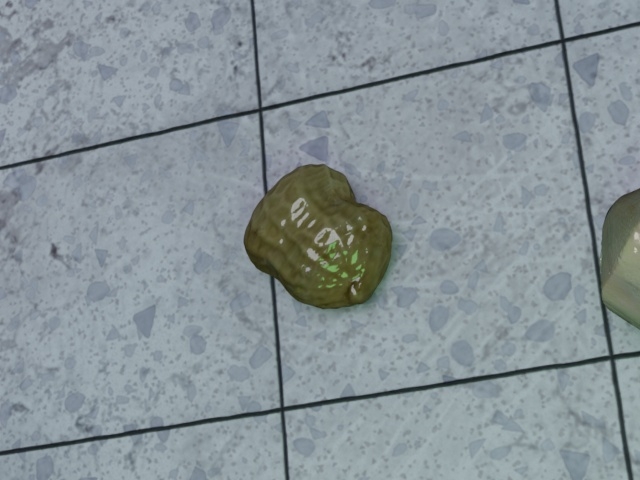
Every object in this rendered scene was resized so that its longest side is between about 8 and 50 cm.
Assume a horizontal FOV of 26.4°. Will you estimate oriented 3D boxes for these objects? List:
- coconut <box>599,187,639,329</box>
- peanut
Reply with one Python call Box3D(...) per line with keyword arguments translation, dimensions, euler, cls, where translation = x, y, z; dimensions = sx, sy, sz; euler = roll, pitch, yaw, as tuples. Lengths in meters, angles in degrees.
Box3D(translation=(0.486, 0.025, 1.816), dimensions=(0.244, 0.239, 0.239), euler=(40, 90, 27), cls="coconut")
Box3D(translation=(0.000, 0.000, 2.068), dimensions=(0.196, 0.110, 0.233), euler=(-47, 62, 1), cls="peanut")
